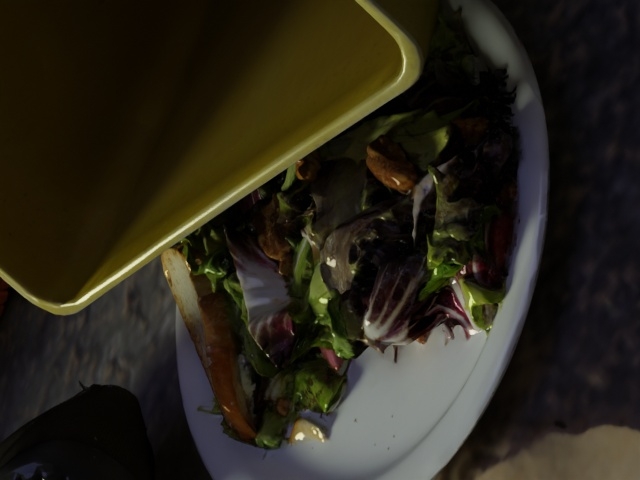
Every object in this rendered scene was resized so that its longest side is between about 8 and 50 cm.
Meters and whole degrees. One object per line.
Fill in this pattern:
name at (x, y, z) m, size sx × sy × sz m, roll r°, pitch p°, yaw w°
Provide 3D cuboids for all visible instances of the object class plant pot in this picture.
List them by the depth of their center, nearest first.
plant pot at (-0.074, -0.139, 0.652) m, size 0.212 × 0.212 × 0.187 m, roll -32°, pitch 23°, yaw 44°

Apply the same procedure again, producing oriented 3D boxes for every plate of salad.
plate of salad at (0.000, 0.000, 0.645) m, size 0.200 × 0.048 × 0.200 m, roll -25°, pitch 57°, yaw 47°

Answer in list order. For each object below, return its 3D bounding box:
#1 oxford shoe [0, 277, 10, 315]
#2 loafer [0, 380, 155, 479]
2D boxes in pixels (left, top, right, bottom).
oxford shoe at (-0.252, 0.046, 0.876) m, size 0.133 × 0.130 × 0.364 m, roll 47°, pitch 116°, yaw 35°
loafer at (-0.123, 0.132, 0.751) m, size 0.220 × 0.080 × 0.078 m, roll -43°, pitch 14°, yaw 38°
